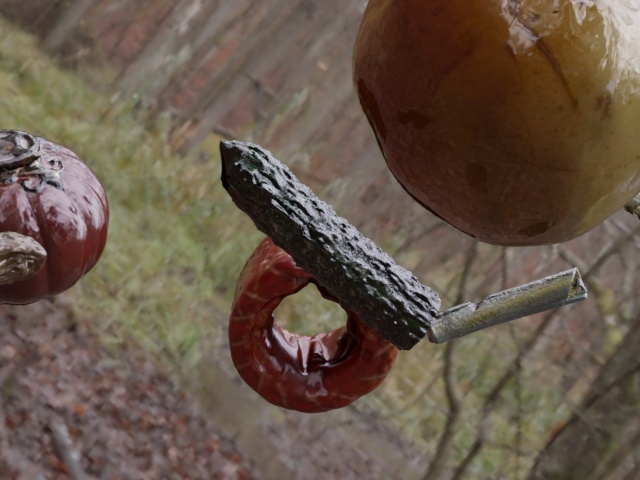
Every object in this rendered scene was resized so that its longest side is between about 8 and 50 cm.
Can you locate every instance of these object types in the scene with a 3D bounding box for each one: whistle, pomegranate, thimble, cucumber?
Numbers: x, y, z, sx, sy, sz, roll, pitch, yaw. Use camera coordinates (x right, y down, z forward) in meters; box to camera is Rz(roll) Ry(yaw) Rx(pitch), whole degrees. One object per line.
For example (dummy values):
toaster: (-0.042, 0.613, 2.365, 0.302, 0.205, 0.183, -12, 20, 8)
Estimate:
whistle: (0.362, 0.130, 2.229, 0.057, 0.326, 0.068, 85, -12, -74)
pomegranate: (0.179, -0.143, 1.045, 0.319, 0.319, 0.319, 41, 2, -2)
thimble: (-0.012, 0.150, 2.229, 0.350, 0.350, 0.230, 41, 22, -14)
cucumber: (0.000, 0.000, 1.468, 0.359, 0.096, 0.096, 40, 3, -13)

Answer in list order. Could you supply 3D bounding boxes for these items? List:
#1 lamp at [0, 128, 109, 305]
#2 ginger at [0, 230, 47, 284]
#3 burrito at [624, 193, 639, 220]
lamp: (-0.472, -0.034, 1.724, 0.303, 0.303, 0.257, 44, -38, 45)
ginger: (-0.370, 0.074, 1.059, 0.122, 0.290, 0.084, -11, -60, 38)
burrito: (0.551, -0.025, 1.778, 0.188, 0.045, 0.058, 31, -8, 29)
